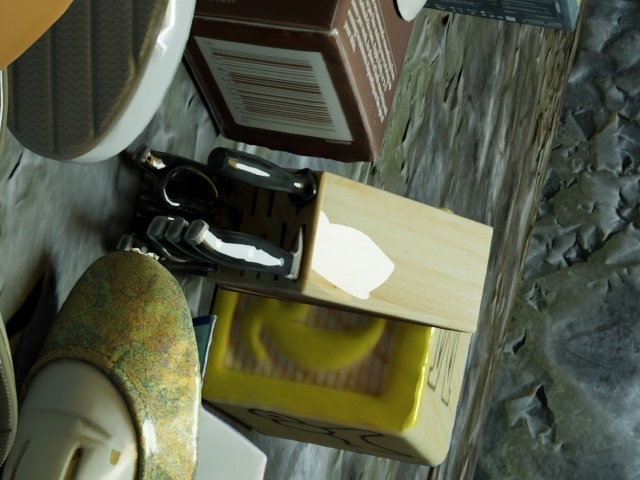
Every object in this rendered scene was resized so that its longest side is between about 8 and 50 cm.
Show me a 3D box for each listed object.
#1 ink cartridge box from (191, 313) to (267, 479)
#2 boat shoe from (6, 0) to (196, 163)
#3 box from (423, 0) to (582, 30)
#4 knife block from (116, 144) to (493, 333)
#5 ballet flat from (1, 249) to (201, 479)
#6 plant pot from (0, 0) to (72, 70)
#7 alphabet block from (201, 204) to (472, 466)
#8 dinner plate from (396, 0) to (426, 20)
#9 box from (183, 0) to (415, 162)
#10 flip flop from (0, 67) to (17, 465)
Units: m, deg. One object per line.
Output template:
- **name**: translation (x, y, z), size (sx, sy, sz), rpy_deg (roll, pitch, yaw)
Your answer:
- **ink cartridge box**: translation (-0.103, 0.240, 1.045), size (0.176, 0.069, 0.371), rpy_deg (161, -61, -74)
- **boat shoe**: translation (-0.099, -0.204, 0.825), size (0.119, 0.121, 0.335), rpy_deg (14, 83, -70)
- **box**: translation (0.117, -0.263, 1.357), size (0.183, 0.233, 0.059), rpy_deg (41, 61, -71)
- **knife block**: translation (0.000, 0.000, 1.061), size (0.242, 0.276, 0.088), rpy_deg (143, -43, -85)
- **ballet flat**: translation (-0.149, 0.180, 0.893), size (0.123, 0.123, 0.348), rpy_deg (-4, 104, -74)
- **plant pot**: translation (-0.193, -0.145, 0.286), size (0.203, 0.291, 0.291), rpy_deg (-26, 125, -52)
- **alphabet block**: translation (0.023, 0.076, 1.300), size (0.197, 0.192, 0.193), rpy_deg (54, 45, -70)
- **dinner plate**: translation (0.081, -0.238, 1.144), size (0.141, 0.017, 0.141), rpy_deg (10, 90, -74)
- **box**: translation (0.012, -0.276, 1.158), size (0.191, 0.143, 0.381), rpy_deg (67, 37, -62)
- **flip flop**: translation (-0.188, -0.011, 0.678), size (0.080, 0.112, 0.277), rpy_deg (-107, -167, -62)
